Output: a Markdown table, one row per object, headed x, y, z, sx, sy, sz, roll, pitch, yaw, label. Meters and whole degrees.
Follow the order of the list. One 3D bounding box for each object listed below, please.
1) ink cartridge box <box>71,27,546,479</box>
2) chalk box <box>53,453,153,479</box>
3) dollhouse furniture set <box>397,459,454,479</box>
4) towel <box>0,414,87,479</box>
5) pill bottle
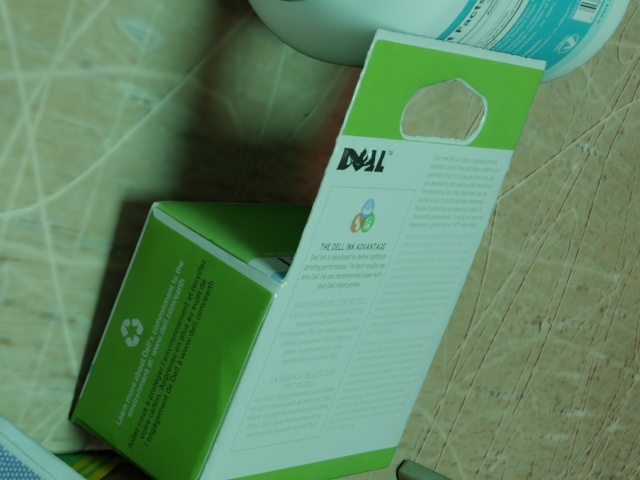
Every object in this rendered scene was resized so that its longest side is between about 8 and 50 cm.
| x | y | z | sx | sy | sz | roll | pitch | yaw | label |
| --- | --- | --- | --- | --- | --- | --- | --- | --- | --- |
| 0.000 | 0.000 | 0.869 | 0.188 | 0.097 | 0.255 | 0 | 115 | -56 | ink cartridge box |
| -0.042 | 0.226 | 0.884 | 0.289 | 0.180 | 0.179 | 9 | 99 | -58 | chalk box |
| 0.030 | 0.356 | 1.075 | 0.374 | 0.152 | 0.201 | -44 | 139 | -35 | dollhouse furniture set |
| -0.180 | 0.200 | 0.653 | 0.285 | 0.209 | 0.034 | -48 | 166 | -29 | towel |
| 0.052 | -0.160 | 0.857 | 0.264 | 0.146 | 0.146 | 0 | 106 | -55 | pill bottle |
